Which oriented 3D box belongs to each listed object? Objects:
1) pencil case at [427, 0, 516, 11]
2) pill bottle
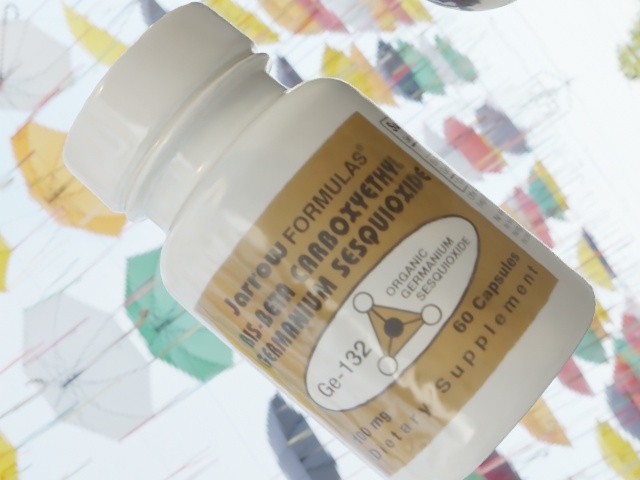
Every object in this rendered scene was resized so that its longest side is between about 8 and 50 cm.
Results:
[{"bbox_3d":[0.116,-0.217,0.537,0.410,0.183,0.160,-162,56,-82],"label":"pencil case"},{"bbox_3d":[0.000,0.000,0.518,0.229,0.131,0.131,40,-156,4],"label":"pill bottle"}]
